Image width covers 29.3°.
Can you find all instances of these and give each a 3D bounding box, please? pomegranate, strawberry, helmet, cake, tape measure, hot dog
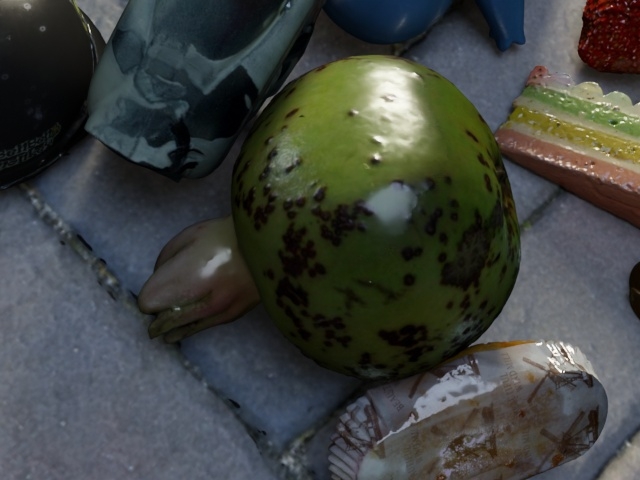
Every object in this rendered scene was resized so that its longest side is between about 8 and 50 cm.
[{"bbox_3d":[0.000,0.000,1.067,0.340,0.285,0.285,-18,73,13],"label":"pomegranate"},{"bbox_3d":[0.345,-0.239,1.290,0.131,0.131,0.148,32,110,0],"label":"strawberry"},{"bbox_3d":[-0.308,-0.174,1.081,0.278,0.160,0.231,-23,74,-26],"label":"helmet"},{"bbox_3d":[0.298,-0.097,1.238,0.225,0.090,0.109,28,71,-1],"label":"cake"},{"bbox_3d":[-0.094,-0.176,1.077,0.147,0.256,0.275,32,30,-6],"label":"tape measure"},{"bbox_3d":[0.134,0.164,1.093,0.267,0.075,0.144,-11,106,-17],"label":"hot dog"}]

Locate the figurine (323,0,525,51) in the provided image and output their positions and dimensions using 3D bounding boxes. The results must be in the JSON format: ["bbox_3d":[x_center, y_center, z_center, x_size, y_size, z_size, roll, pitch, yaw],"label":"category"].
[{"bbox_3d":[0.155,-0.363,1.253,0.298,0.243,0.416,40,88,-6],"label":"figurine"}]

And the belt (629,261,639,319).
[{"bbox_3d":[0.341,0.054,1.220,0.059,0.036,0.083,-14,74,-16],"label":"belt"}]
